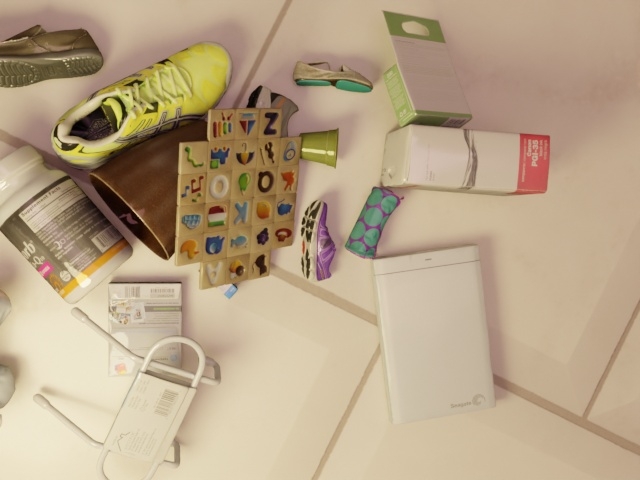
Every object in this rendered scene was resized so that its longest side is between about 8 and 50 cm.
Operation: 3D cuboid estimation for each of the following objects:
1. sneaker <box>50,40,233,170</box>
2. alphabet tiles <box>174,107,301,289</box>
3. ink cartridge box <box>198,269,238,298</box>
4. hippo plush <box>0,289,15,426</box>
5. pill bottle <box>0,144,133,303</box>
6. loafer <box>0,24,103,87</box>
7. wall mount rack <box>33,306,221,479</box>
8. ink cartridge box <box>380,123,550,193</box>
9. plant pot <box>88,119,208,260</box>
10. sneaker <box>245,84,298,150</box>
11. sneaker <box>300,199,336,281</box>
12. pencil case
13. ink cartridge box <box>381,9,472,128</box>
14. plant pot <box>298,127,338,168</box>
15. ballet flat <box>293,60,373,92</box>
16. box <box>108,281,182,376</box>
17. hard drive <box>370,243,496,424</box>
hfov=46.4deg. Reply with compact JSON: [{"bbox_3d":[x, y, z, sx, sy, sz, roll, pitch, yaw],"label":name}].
[{"bbox_3d":[-0.329,-0.253,1.420,0.384,0.147,0.145,-35,96,-7],"label":"sneaker"},{"bbox_3d":[-0.151,-0.080,1.419,0.285,0.011,0.343,-11,114,-44],"label":"alphabet tiles"},{"bbox_3d":[-0.206,0.079,1.507,0.083,0.048,0.028,43,86,-9],"label":"ink cartridge box"},{"bbox_3d":[-0.640,0.235,1.345,0.234,0.294,0.237,-22,105,14],"label":"hippo plush"},{"bbox_3d":[-0.498,-0.031,1.398,0.162,0.162,0.278,-41,98,-5],"label":"pill bottle"},{"bbox_3d":[-0.545,-0.354,1.419,0.251,0.094,0.088,-8,70,-18],"label":"loafer"},{"bbox_3d":[-0.371,0.292,1.427,0.304,0.130,0.350,23,103,-19],"label":"wall mount rack"},{"bbox_3d":[0.281,-0.156,1.492,0.282,0.207,0.117,4,92,-9],"label":"ink cartridge box"},{"bbox_3d":[-0.280,-0.118,1.422,0.230,0.215,0.215,-45,99,-17],"label":"plant pot"},{"bbox_3d":[-0.114,-0.165,1.486,0.107,0.100,0.272,15,92,-19],"label":"sneaker"},{"bbox_3d":[0.000,0.000,1.539,0.071,0.068,0.170,-2,102,-24],"label":"sneaker"},{"bbox_3d":[0.110,-0.036,1.544,0.070,0.064,0.152,25,90,6],"label":"pencil case"},{"bbox_3d":[0.202,-0.342,1.513,0.171,0.056,0.235,-4,70,-38],"label":"ink cartridge box"},{"bbox_3d":[-0.005,-0.190,1.515,0.079,0.083,0.083,5,92,2],"label":"plant pot"},{"bbox_3d":[0.029,-0.338,1.520,0.168,0.057,0.053,5,83,-10],"label":"ballet flat"},{"bbox_3d":[-0.350,0.176,1.495,0.145,0.038,0.186,0,93,-9],"label":"box"},{"bbox_3d":[0.240,0.197,1.587,0.232,0.047,0.353,-8,95,-8],"label":"hard drive"}]
